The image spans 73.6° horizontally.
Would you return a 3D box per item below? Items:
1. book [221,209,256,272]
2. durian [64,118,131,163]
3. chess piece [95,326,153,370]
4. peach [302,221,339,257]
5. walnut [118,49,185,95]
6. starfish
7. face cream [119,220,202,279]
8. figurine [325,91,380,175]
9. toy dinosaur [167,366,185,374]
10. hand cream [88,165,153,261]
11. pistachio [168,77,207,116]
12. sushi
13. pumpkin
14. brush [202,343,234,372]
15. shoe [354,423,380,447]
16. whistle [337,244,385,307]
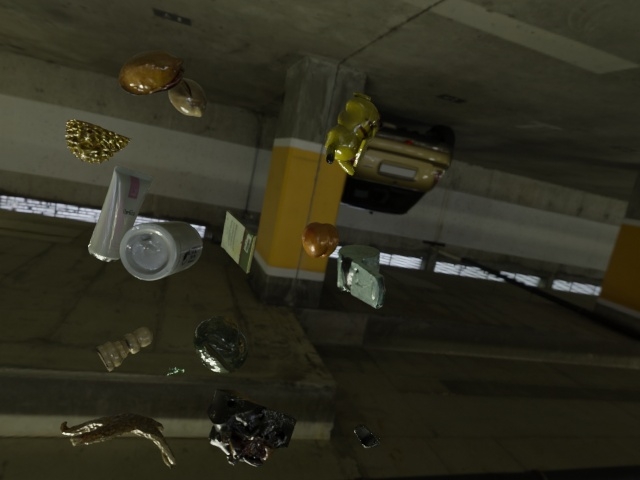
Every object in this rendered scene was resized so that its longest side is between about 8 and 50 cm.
[{"bbox_3d":[-0.392,0.002,2.025,0.026,0.201,0.289,-5,-149,-37],"label":"book"},{"bbox_3d":[-0.762,-0.346,1.441,0.182,0.165,0.132,41,-148,-32],"label":"durian"},{"bbox_3d":[-0.971,0.531,2.155,0.261,0.142,0.143,-28,-149,-31],"label":"chess piece"},{"bbox_3d":[0.000,0.000,1.563,0.138,0.138,0.138,11,-172,-2],"label":"peach"},{"bbox_3d":[-0.557,-0.548,1.408,0.245,0.137,0.137,-9,-177,15],"label":"walnut"},{"bbox_3d":[-0.527,0.527,1.176,0.327,0.094,0.375,7,164,26],"label":"starfish"},{"bbox_3d":[-0.412,0.015,1.218,0.146,0.145,0.369,12,-175,1],"label":"face cream"},{"bbox_3d":[0.131,-0.443,1.809,0.169,0.326,0.218,39,-176,31],"label":"figurine"},{"bbox_3d":[-0.612,0.555,1.816,0.062,0.083,0.021,13,-130,-28],"label":"toy dinosaur"},{"bbox_3d":[-0.767,-0.099,1.636,0.118,0.358,0.185,25,-175,25],"label":"hand cream"},{"bbox_3d":[-0.485,-0.521,1.554,0.125,0.124,0.185,3,-145,-45],"label":"pistachio"},{"bbox_3d":[-0.255,0.661,1.484,0.216,0.212,0.227,5,152,36],"label":"sushi"},{"bbox_3d":[-0.550,0.567,2.364,0.258,0.327,0.291,-11,-158,6],"label":"pumpkin"},{"bbox_3d":[-0.396,0.454,1.637,0.190,0.027,0.034,29,-176,38],"label":"brush"},{"bbox_3d":[0.202,0.853,1.827,0.179,0.071,0.049,56,-171,-31],"label":"shoe"},{"bbox_3d":[0.164,0.144,1.823,0.188,0.168,0.404,2,-163,1],"label":"whistle"}]
